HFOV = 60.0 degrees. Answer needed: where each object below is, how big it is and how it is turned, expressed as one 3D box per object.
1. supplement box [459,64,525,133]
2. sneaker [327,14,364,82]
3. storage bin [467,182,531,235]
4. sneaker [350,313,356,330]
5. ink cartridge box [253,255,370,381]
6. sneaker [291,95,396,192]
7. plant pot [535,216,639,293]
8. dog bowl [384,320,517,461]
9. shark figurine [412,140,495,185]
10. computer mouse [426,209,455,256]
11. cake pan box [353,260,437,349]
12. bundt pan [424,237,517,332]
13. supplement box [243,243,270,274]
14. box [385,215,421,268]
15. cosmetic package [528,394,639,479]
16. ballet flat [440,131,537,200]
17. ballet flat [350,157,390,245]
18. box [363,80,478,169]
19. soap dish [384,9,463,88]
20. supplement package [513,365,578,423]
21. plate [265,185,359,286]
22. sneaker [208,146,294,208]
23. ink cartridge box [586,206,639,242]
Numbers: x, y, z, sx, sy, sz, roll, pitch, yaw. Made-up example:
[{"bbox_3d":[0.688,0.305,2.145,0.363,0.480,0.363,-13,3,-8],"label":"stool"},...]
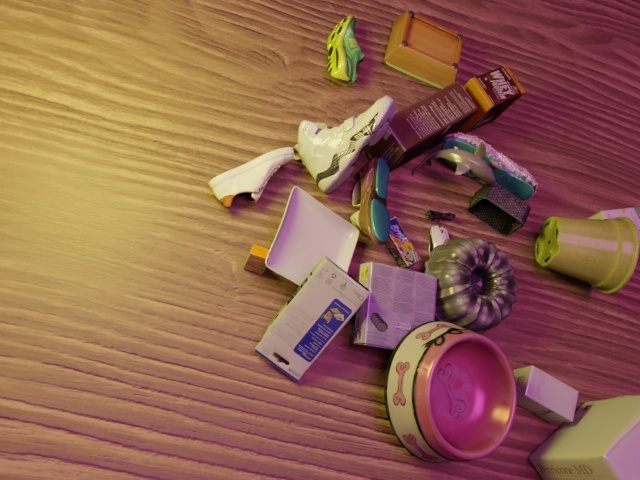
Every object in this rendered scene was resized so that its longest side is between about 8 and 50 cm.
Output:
[{"bbox_3d":[0.610,-0.524,2.070,0.194,0.191,0.129,-26,80,-27],"label":"supplement box"},{"bbox_3d":[0.094,-0.692,2.021,0.123,0.109,0.295,25,59,-34],"label":"sneaker"},{"bbox_3d":[0.628,-0.110,1.951,0.180,0.122,0.084,34,63,-4],"label":"storage bin"},{"bbox_3d":[0.158,0.225,1.691,0.152,0.058,0.084,-22,86,-19],"label":"sneaker"},{"bbox_3d":[-0.026,0.221,1.564,0.165,0.065,0.332,39,95,-9],"label":"ink cartridge box"},{"bbox_3d":[0.061,-0.345,1.756,0.210,0.366,0.137,44,21,11],"label":"sneaker"},{"bbox_3d":[0.908,0.027,1.937,0.254,0.276,0.276,12,66,-3],"label":"plant pot"},{"bbox_3d":[0.388,0.434,1.579,0.408,0.150,0.408,5,81,-28],"label":"dog bowl"},{"bbox_3d":[0.450,-0.256,1.873,0.278,0.166,0.116,16,55,22],"label":"shark figurine"},{"bbox_3d":[0.410,-0.017,1.883,0.106,0.042,0.193,12,66,-16],"label":"computer mouse"},{"bbox_3d":[0.233,0.206,1.655,0.267,0.070,0.245,13,75,-27],"label":"cake pan box"},{"bbox_3d":[0.501,0.138,1.786,0.331,0.124,0.330,6,75,-22],"label":"bundt pan"},{"bbox_3d":[-0.183,0.057,1.615,0.062,0.098,0.036,20,56,-10],"label":"supplement box"},{"bbox_3d":[0.254,0.010,1.812,0.059,0.054,0.169,-25,80,-25],"label":"box"},{"bbox_3d":[0.913,0.706,1.612,0.327,0.329,0.393,-28,80,-26],"label":"cosmetic package"},{"bbox_3d":[0.609,-0.282,2.020,0.409,0.147,0.147,30,63,-12],"label":"ballet flat"},{"bbox_3d":[0.155,-0.117,1.788,0.116,0.124,0.342,32,49,-40],"label":"ballet flat"},{"bbox_3d":[0.347,-0.389,1.926,0.381,0.191,0.143,-30,81,-26],"label":"box"},{"bbox_3d":[0.405,-0.732,2.122,0.291,0.118,0.229,20,64,-9],"label":"soap dish"},{"bbox_3d":[0.699,0.488,1.750,0.179,0.105,0.105,29,63,-6],"label":"supplement package"},{"bbox_3d":[-0.025,0.022,1.655,0.277,0.045,0.278,34,60,-28],"label":"plate"},{"bbox_3d":[-0.193,-0.188,1.718,0.290,0.106,0.123,-29,91,-19],"label":"sneaker"},{"bbox_3d":[1.150,-0.037,2.122,0.212,0.093,0.154,-6,71,-23],"label":"ink cartridge box"}]
